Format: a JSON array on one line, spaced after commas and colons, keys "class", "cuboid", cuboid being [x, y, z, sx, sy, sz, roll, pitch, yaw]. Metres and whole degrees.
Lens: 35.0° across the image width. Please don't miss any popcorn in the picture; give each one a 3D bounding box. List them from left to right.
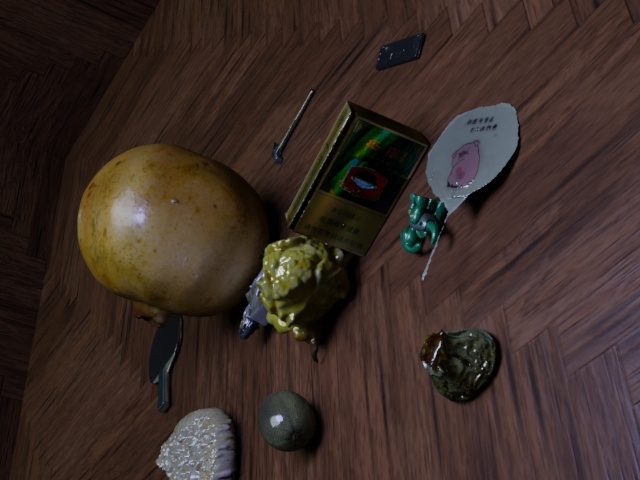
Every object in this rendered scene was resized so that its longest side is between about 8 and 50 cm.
[{"class": "popcorn", "cuboid": [-0.038, 0.093, 1.795, 0.174, 0.168, 0.195, 37, 122, 26]}]

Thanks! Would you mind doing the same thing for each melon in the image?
[{"class": "melon", "cuboid": [-0.059, 0.309, 1.747, 0.098, 0.098, 0.130, -63, 22, 13]}]

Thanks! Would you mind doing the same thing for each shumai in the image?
[{"class": "shumai", "cuboid": [0.175, 0.165, 1.397, 0.124, 0.087, 0.098, -46, 35, 43]}]

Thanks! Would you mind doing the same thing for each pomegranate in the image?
[{"class": "pomegranate", "cuboid": [-0.313, -0.005, 2.160, 0.417, 0.417, 0.416, -44, 35, 43]}]

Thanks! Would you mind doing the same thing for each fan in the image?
[{"class": "fan", "cuboid": [0.203, -0.078, 1.529, 0.182, 0.010, 0.310, -4, 58, 50]}]

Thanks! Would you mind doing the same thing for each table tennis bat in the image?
[{"class": "table tennis bat", "cuboid": [-0.384, 0.296, 2.502, 0.173, 0.022, 0.301, -53, 29, 30]}]

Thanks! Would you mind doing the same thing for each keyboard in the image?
[{"class": "keyboard", "cuboid": [0.150, -0.357, 1.926, 0.155, 0.010, 0.053, 2, 75, 64]}]

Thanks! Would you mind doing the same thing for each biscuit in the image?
[{"class": "biscuit", "cuboid": [-0.232, 0.423, 2.033, 0.281, 0.084, 0.179, 22, 87, 63]}]

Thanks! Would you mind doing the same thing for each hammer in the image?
[{"class": "hammer", "cuboid": [-0.062, -0.261, 2.277, 0.182, 0.017, 0.062, -59, 27, 18]}]

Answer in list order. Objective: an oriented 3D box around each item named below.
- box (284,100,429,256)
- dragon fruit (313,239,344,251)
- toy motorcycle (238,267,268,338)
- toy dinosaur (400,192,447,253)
[{"class": "box", "cuboid": [0.058, -0.104, 1.748, 0.240, 0.159, 0.071, -61, 24, 20]}, {"class": "dragon fruit", "cuboid": [0.003, -0.003, 1.894, 0.126, 0.068, 0.112, 3, 74, 62]}, {"class": "toy motorcycle", "cuboid": [-0.095, 0.094, 2.004, 0.225, 0.073, 0.152, -48, 19, 42]}, {"class": "toy dinosaur", "cuboid": [0.162, -0.022, 1.610, 0.132, 0.059, 0.096, -139, 63, -72]}]
